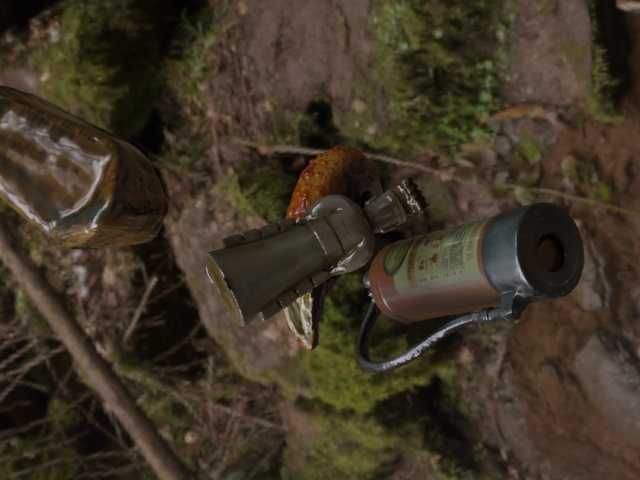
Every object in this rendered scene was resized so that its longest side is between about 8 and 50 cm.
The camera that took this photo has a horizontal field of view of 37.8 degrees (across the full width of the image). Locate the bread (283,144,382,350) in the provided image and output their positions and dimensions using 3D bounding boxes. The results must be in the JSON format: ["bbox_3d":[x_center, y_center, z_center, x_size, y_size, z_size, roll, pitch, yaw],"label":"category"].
[{"bbox_3d":[-0.002,-0.008,1.133,0.095,0.269,0.139,9,148,36],"label":"bread"}]

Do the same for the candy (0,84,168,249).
[{"bbox_3d":[-0.260,-0.079,0.827,0.271,0.101,0.143,30,-177,14],"label":"candy"}]

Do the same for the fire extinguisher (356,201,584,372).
[{"bbox_3d":[0.143,0.060,1.188,0.113,0.200,0.376,52,150,-13],"label":"fire extinguisher"}]

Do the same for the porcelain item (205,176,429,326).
[{"bbox_3d":[0.002,0.001,0.870,0.084,0.213,0.054,61,160,6],"label":"porcelain item"}]
